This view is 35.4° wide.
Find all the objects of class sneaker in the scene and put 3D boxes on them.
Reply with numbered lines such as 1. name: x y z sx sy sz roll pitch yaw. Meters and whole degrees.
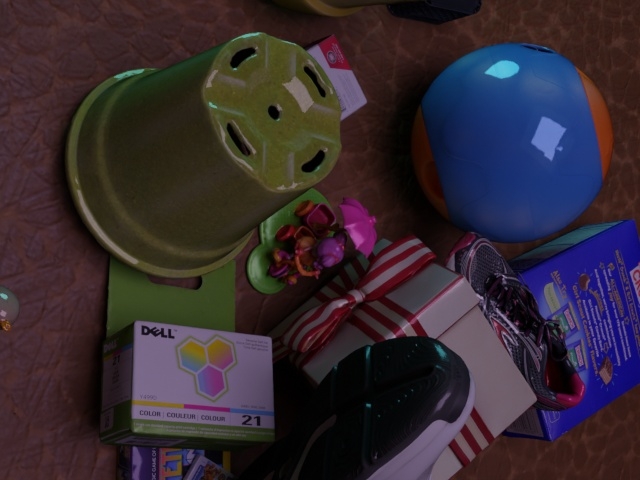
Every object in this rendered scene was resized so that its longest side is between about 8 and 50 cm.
1. sneaker: 0.091 0.281 1.154 0.257 0.447 0.169 25 43 -19
2. sneaker: 0.278 0.112 1.417 0.121 0.112 0.299 -44 111 -27

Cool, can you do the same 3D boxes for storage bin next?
1. storage bin: 0.172 -0.428 1.514 0.122 0.084 0.180 2 88 -35

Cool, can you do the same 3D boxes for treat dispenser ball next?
1. treat dispenser ball: 0.274 -0.140 1.452 0.288 0.288 0.288 1 88 -35

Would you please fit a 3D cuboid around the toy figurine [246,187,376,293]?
1. toy figurine: 0.000 0.000 1.335 0.130 0.159 0.173 50 63 -23

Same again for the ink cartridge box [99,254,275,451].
1. ink cartridge box: -0.161 0.119 1.220 0.189 0.097 0.255 11 67 -32

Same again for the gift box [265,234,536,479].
1. gift box: 0.081 0.158 1.341 0.255 0.276 0.258 -41 115 -15

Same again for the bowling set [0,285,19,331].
1. bowling set: -0.438 0.033 1.049 0.154 0.200 0.287 11 40 -39

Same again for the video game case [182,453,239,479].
1. video game case: -0.131 0.336 1.267 0.122 0.011 0.087 40 70 -30

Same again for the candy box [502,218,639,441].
1. candy box: 0.406 0.139 1.640 0.317 0.122 0.268 -21 100 -32

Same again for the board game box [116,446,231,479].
1. board game box: -0.183 0.260 1.268 0.141 0.048 0.170 1 88 -36

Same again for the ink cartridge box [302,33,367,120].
1. ink cartridge box: -0.025 -0.199 1.381 0.150 0.063 0.109 -37 109 -30

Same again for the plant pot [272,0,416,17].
1. plant pot: 0.065 -0.410 1.298 0.254 0.239 0.254 -23 122 -43

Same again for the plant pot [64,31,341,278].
1. plant pot: -0.117 -0.112 1.169 0.276 0.254 0.276 11 71 -36
